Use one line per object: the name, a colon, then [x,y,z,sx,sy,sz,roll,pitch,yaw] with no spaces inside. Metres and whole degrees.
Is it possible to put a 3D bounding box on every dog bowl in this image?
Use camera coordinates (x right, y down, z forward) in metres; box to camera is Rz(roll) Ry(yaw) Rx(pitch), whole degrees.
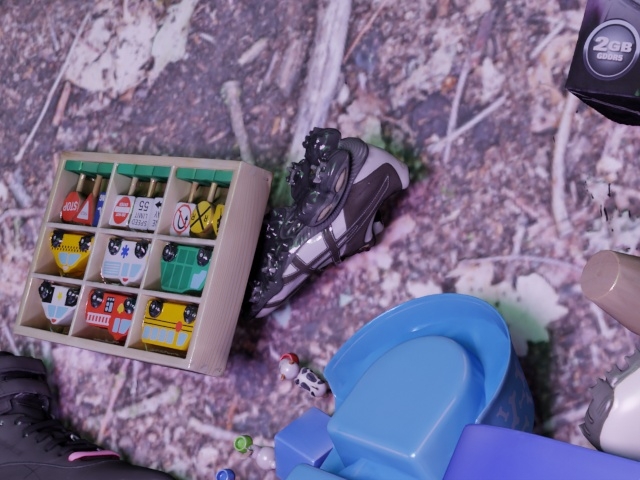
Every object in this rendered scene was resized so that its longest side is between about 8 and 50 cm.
dog bowl: [0.039,0.173,1.302,0.166,0.074,0.297,13,59,50]

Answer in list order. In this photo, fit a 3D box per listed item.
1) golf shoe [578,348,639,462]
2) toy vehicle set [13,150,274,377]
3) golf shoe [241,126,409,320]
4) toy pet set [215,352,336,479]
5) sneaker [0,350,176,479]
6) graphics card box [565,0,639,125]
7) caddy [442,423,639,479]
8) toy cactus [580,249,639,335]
golf shoe: [0.296,0.113,1.104,0.272,0.105,0.120,-2,41,-4]
toy vehicle set: [-0.150,0.014,1.513,0.267,0.035,0.166,6,80,51]
golf shoe: [0.000,0.000,1.443,0.198,0.094,0.077,-54,36,41]
toy pet set: [-0.032,0.156,1.422,0.114,0.065,0.122,30,94,35]
sneaker: [-0.235,0.162,1.528,0.295,0.104,0.147,-5,79,36]
graphics card box: [0.329,-0.253,1.285,0.232,0.094,0.371,12,84,35]
caddy: [0.204,0.241,1.140,0.341,0.241,0.179,12,79,36]
toy cactus: [0.239,0.048,1.217,0.112,0.180,0.219,4,73,54]
